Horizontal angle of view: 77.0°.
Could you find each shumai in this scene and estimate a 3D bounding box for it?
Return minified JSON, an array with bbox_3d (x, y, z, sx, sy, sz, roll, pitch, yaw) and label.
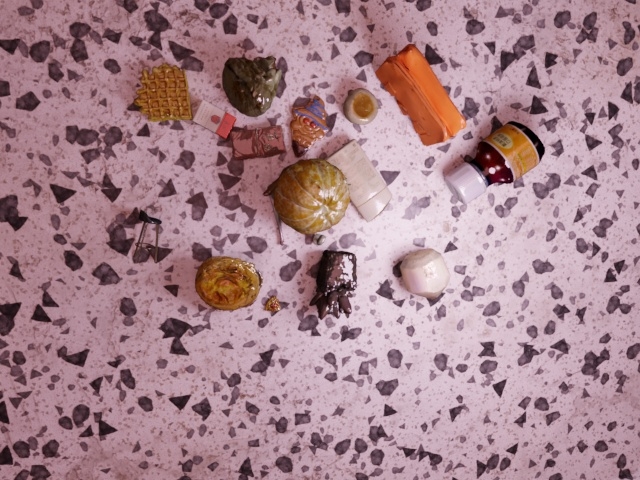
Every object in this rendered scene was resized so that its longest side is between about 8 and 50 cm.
[{"bbox_3d":[-0.265,-0.645,1.654,0.218,0.189,0.255,-39,86,-20],"label":"shumai"}]

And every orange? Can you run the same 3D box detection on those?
[{"bbox_3d":[-0.034,-0.178,1.676,0.330,0.249,0.328,-13,123,-20],"label":"orange"}]

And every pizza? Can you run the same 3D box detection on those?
[{"bbox_3d":[-0.210,0.300,1.849,0.078,0.025,0.083,29,92,-9],"label":"pizza"}]

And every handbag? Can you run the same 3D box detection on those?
[{"bbox_3d":[0.407,-0.589,1.678,0.116,0.303,0.410,-38,100,0],"label":"handbag"}]

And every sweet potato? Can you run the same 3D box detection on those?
[{"bbox_3d":[-0.142,-0.282,1.753,0.270,0.075,0.074,-33,101,-2],"label":"sweet potato"}]

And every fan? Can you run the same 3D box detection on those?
[{"bbox_3d":[-0.186,-0.115,1.797,0.057,0.023,0.281,-13,100,-15],"label":"fan"}]

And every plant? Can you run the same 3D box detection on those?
[{"bbox_3d":[0.060,0.204,1.802,0.194,0.181,0.319,5,92,-9],"label":"plant"}]

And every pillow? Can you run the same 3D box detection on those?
[{"bbox_3d":[-0.269,-0.420,1.731,0.233,0.043,0.126,-10,100,-6],"label":"pillow"}]

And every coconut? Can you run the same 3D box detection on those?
[{"bbox_3d":[0.486,0.159,1.842,0.225,0.224,0.233,-21,88,-5],"label":"coconut"}]

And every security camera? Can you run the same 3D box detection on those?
[{"bbox_3d":[0.000,0.000,1.805,0.058,0.092,0.058,-1,97,-10],"label":"security camera"}]

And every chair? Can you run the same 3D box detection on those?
[{"bbox_3d":[-0.728,-0.015,1.699,0.095,0.104,0.221,5,103,-35],"label":"chair"}]

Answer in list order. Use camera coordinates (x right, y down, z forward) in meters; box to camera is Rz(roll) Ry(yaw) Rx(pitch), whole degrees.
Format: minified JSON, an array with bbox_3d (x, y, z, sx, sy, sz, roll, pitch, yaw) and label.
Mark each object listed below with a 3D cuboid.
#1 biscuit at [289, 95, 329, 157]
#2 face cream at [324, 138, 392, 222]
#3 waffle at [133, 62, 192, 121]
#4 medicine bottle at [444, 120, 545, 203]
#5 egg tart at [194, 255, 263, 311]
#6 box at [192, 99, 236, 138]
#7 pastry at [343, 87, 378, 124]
[{"bbox_3d":[-0.056,-0.497,1.759,0.183,0.043,0.279,22,91,-8],"label":"biscuit"},{"bbox_3d":[0.181,-0.266,1.799,0.174,0.081,0.348,-37,102,-1],"label":"face cream"},{"bbox_3d":[-0.651,-0.601,1.640,0.220,0.057,0.228,-8,98,-7],"label":"waffle"},{"bbox_3d":[0.768,-0.330,1.802,0.395,0.242,0.242,-40,102,4],"label":"medicine bottle"},{"bbox_3d":[-0.399,0.177,1.762,0.298,0.132,0.296,-4,114,-10],"label":"egg tart"},{"bbox_3d":[-0.444,-0.507,1.691,0.152,0.048,0.100,27,95,-9],"label":"box"},{"bbox_3d":[0.174,-0.580,1.751,0.157,0.092,0.156,-1,101,-7],"label":"pastry"}]
